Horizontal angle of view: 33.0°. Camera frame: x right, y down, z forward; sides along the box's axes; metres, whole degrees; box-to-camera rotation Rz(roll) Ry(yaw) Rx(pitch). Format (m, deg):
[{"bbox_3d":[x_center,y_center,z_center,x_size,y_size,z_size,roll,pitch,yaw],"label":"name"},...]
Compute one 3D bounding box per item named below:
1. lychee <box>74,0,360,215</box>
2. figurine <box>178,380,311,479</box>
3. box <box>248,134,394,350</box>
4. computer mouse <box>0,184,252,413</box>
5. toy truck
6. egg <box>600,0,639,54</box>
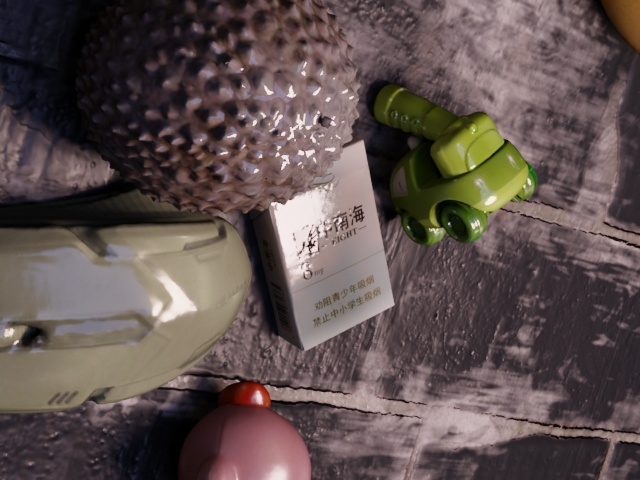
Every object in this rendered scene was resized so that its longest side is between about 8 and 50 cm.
[{"bbox_3d":[-0.106,-0.152,1.139,0.300,0.300,0.300,-11,110,-32],"label":"lychee"},{"bbox_3d":[-0.094,0.287,1.339,0.173,0.173,0.173,-11,110,-32],"label":"figurine"},{"bbox_3d":[0.000,0.000,1.382,0.155,0.067,0.243,-25,117,-28],"label":"box"},{"bbox_3d":[-0.247,0.070,1.188,0.429,0.145,0.228,-8,111,-32],"label":"computer mouse"},{"bbox_3d":[0.169,-0.100,1.390,0.148,0.187,0.210,-36,122,-27],"label":"toy truck"},{"bbox_3d":[0.517,-0.369,1.509,0.322,0.250,0.250,29,87,-26],"label":"egg"}]
